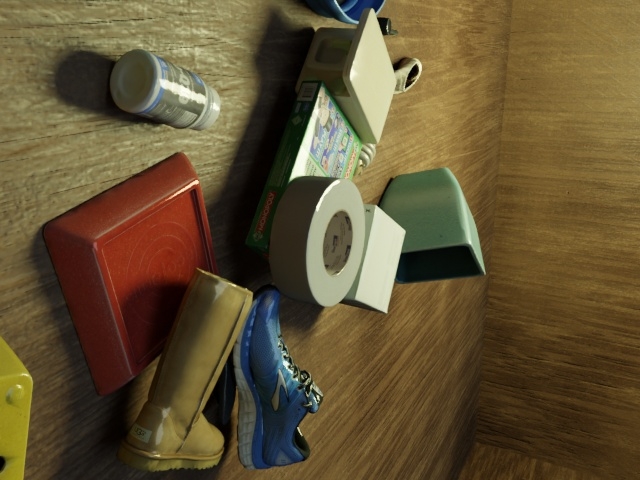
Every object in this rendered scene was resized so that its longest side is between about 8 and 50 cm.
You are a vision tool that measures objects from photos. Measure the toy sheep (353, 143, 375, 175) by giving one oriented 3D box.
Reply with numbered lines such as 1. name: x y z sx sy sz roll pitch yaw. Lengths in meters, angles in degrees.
1. toy sheep: 0.079 -0.199 1.328 0.091 0.091 0.132 55 36 -54

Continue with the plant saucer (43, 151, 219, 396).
1. plant saucer: -0.226 0.043 0.837 0.258 0.047 0.259 -44 137 -50

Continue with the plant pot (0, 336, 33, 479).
1. plant pot: -0.350 0.160 0.472 0.212 0.187 0.212 1 97 -63

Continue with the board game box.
1. board game box: -0.019 -0.094 1.106 0.213 0.046 0.318 47 57 -57

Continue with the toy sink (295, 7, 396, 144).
1. toy sink: 0.045 -0.313 1.170 0.234 0.131 0.153 49 55 -63

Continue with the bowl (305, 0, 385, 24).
1. bowl: 0.043 -0.607 1.133 0.391 0.077 0.391 -28 122 -58

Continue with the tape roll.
1. tape roll: 0.000 0.000 1.042 0.219 0.072 0.219 -25 119 -58

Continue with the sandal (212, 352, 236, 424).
1. sandal: -0.169 0.214 1.014 0.067 0.040 0.179 -10 97 -83

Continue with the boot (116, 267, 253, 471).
1. boot: -0.163 0.193 0.895 0.270 0.089 0.236 -68 161 -7

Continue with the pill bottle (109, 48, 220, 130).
1. pill bottle: -0.195 -0.189 0.789 0.137 0.078 0.078 6 92 -64

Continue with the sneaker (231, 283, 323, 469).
1. sneaker: -0.068 0.234 1.054 0.130 0.147 0.330 -66 153 -76

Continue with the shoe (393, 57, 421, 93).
1. shoe: 0.224 -0.419 1.567 0.219 0.058 0.077 -45 136 -50

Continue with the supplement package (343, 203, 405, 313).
1. supplement package: 0.065 0.035 1.293 0.203 0.149 0.194 30 71 -62

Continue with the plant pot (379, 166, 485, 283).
1. plant pot: 0.291 -0.047 1.633 0.247 0.247 0.252 44 43 -58

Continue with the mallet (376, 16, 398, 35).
1. mallet: 0.141 -0.491 1.419 0.190 0.062 0.039 -46 141 -71
